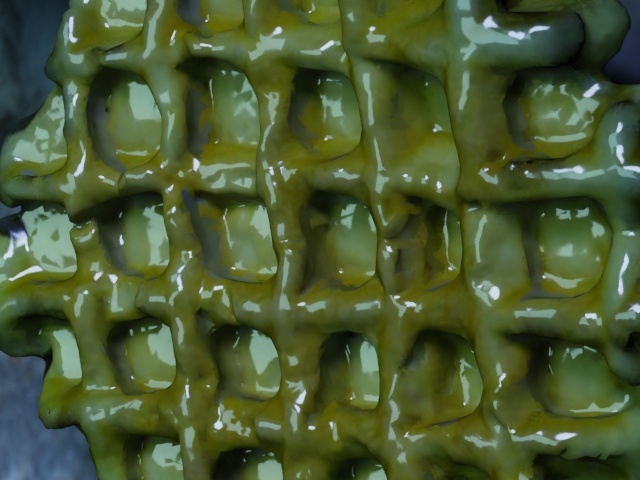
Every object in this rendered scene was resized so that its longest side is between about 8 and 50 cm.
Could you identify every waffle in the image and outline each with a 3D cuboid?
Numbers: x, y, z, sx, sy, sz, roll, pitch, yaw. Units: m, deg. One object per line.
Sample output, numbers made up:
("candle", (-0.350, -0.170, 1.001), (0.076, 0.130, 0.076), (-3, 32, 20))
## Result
("waffle", (0.002, -0.001, 0.457), (0.223, 0.054, 0.204), (47, 117, 22))
